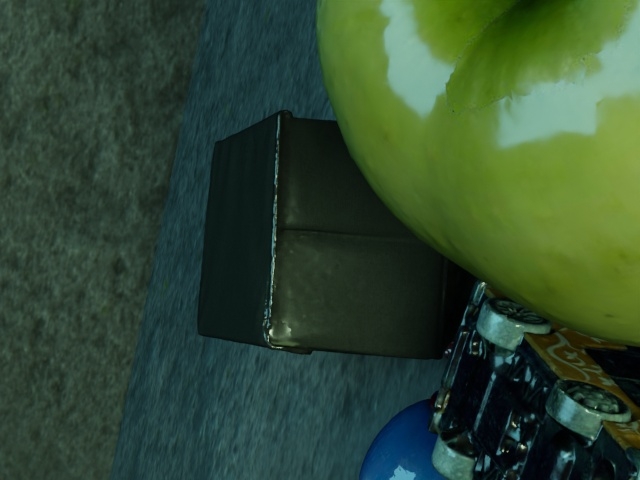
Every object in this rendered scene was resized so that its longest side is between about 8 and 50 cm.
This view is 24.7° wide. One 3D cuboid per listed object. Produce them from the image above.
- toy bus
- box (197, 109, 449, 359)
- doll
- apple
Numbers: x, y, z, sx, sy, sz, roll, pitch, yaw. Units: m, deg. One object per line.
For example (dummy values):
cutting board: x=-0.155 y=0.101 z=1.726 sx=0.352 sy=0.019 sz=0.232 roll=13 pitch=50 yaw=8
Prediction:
toy bus: x=0.223 y=0.169 z=1.138 sx=0.323 sy=0.194 sz=0.162 roll=-125 pitch=49 yaw=-64
box: x=-0.001 y=0.000 z=1.665 sx=0.345 sy=0.204 sz=0.251 roll=177 pitch=97 yaw=-74
doll: x=0.147 y=0.191 z=1.403 sx=0.257 sy=0.161 sz=0.215 roll=-56 pitch=15 yaw=15
apple: x=0.233 y=-0.160 z=0.895 sx=0.473 sy=0.474 sz=0.473 roll=-171 pitch=90 yaw=-68
